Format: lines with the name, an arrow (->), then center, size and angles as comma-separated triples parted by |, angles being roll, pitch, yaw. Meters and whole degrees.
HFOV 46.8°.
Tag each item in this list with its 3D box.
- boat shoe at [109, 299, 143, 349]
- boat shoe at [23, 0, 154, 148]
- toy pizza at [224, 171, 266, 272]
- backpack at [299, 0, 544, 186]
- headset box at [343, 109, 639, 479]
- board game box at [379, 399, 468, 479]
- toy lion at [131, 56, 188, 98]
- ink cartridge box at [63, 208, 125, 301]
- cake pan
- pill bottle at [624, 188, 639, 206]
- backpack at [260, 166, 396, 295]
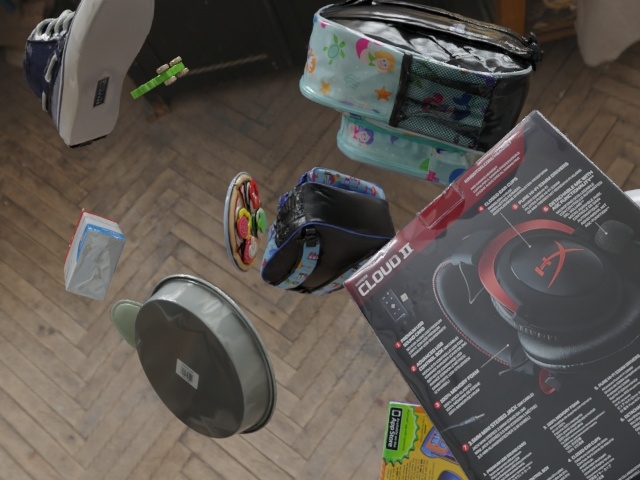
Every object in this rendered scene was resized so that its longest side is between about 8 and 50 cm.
boat shoe -> -0.340, 0.198, 1.500 | 0.068, 0.227, 0.081 | -1, 52, 57
boat shoe -> -0.360, -0.297, 1.088 | 0.158, 0.340, 0.127 | 48, 45, 11
toy pizza -> -0.143, -0.036, 1.471 | 0.032, 0.201, 0.201 | 0, 66, 13
backpack -> 0.104, -0.186, 0.869 | 0.253, 0.191, 0.225 | 21, 27, 5
headset box -> 0.171, 0.059, 0.578 | 0.218, 0.110, 0.293 | -43, 53, 13
board game box -> 0.337, 0.495, 1.299 | 0.356, 0.356, 0.357 | -2, 73, 38
toy lion -> -0.302, -0.294, 1.365 | 0.096, 0.034, 0.100 | -25, 18, 23
ink cartridge box -> -0.469, 0.023, 1.519 | 0.134, 0.078, 0.231 | -68, 24, 5
cake pan -> -0.197, 0.198, 1.194 | 0.293, 0.293, 0.054 | 32, 40, 24
pill bottle -> 0.501, 0.091, 1.044 | 0.181, 0.181, 0.323 | 1, 89, 14
backpack -> 0.000, 0.000, 1.015 | 0.158, 0.173, 0.117 | 11, 54, -28
